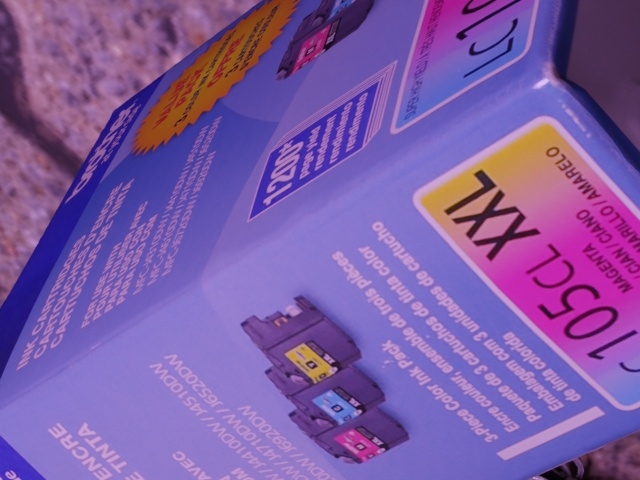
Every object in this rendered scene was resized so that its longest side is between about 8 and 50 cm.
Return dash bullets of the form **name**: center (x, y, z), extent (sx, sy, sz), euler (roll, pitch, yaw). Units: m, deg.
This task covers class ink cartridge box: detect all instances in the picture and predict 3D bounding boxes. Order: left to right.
- **ink cartridge box**: center (0.000, 0.000, 0.676), extent (0.395, 0.270, 0.151), euler (-33, 113, 34)

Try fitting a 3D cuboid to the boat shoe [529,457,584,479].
- **boat shoe**: center (0.123, 0.171, 0.915), extent (0.254, 0.079, 0.095), euler (1, 132, 17)
